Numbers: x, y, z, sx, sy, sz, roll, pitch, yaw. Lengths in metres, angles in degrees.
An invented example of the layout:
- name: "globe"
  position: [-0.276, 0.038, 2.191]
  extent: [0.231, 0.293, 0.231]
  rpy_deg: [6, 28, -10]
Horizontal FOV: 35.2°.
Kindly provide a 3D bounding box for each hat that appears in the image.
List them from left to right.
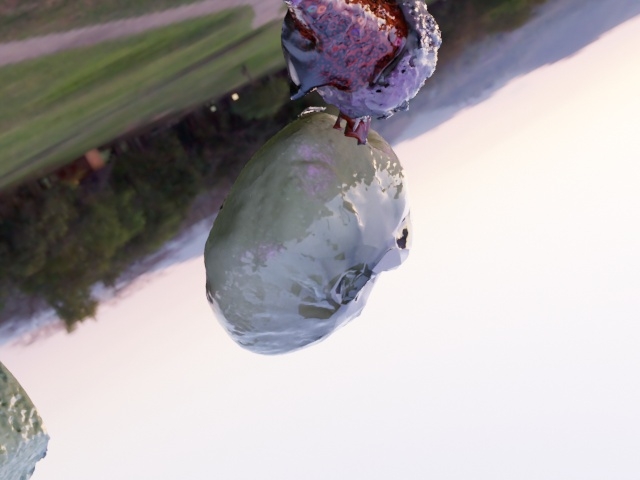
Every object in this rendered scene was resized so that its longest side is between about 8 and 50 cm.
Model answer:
- name: "hat"
  position: [0.009, -0.172, 0.822]
  extent: [0.140, 0.129, 0.227]
  rpy_deg: [-53, 158, 10]

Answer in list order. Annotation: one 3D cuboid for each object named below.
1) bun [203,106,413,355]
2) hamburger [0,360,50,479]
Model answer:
- name: "bun"
  position: [-0.003, 0.001, 1.042]
  extent: [0.273, 0.168, 0.273]
  rpy_deg: [-44, 155, -27]
- name: "hamburger"
  position: [-0.164, 0.090, 0.405]
  extent: [0.054, 0.084, 0.121]
  rpy_deg: [-25, 148, -50]
